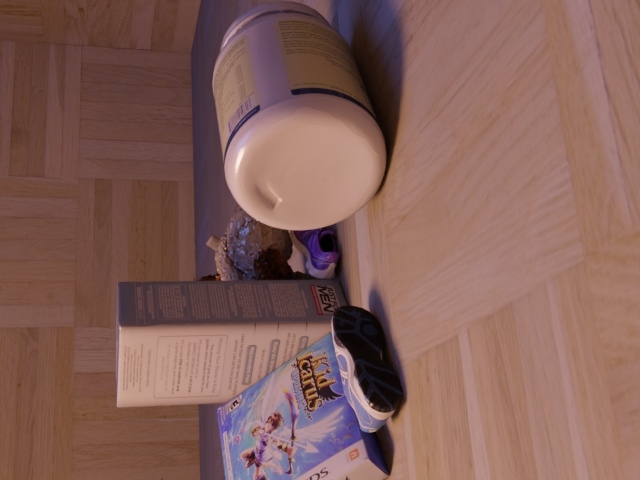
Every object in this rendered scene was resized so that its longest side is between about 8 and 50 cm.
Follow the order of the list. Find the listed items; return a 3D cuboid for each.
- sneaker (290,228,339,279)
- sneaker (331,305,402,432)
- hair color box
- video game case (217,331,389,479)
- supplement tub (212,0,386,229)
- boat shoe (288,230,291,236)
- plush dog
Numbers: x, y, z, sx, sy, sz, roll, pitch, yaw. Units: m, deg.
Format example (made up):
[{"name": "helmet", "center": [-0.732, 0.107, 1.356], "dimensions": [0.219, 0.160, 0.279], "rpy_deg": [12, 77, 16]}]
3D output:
[{"name": "sneaker", "center": [0.000, 0.000, 1.544], "dimensions": [0.071, 0.068, 0.170], "rpy_deg": [-64, 33, 26]}, {"name": "sneaker", "center": [0.054, 0.180, 1.246], "dimensions": [0.211, 0.080, 0.081], "rpy_deg": [-103, 23, -47]}, {"name": "hair color box", "center": [-0.151, 0.171, 1.456], "dimensions": [0.114, 0.374, 0.185], "rpy_deg": [-108, 23, -50]}, {"name": "video game case", "center": [-0.039, 0.306, 1.337], "dimensions": [0.061, 0.244, 0.269], "rpy_deg": [47, -165, -35]}, {"name": "supplement tub", "center": [-0.042, -0.200, 1.331], "dimensions": [0.325, 0.235, 0.235], "rpy_deg": [-103, 20, -45]}, {"name": "boat shoe", "center": [-0.112, -0.058, 1.878], "dimensions": [0.302, 0.114, 0.091], "rpy_deg": [121, 148, -41]}, {"name": "plush dog", "center": [-0.125, 0.014, 1.618], "dimensions": [0.225, 0.210, 0.262], "rpy_deg": [111, 144, -61]}]
